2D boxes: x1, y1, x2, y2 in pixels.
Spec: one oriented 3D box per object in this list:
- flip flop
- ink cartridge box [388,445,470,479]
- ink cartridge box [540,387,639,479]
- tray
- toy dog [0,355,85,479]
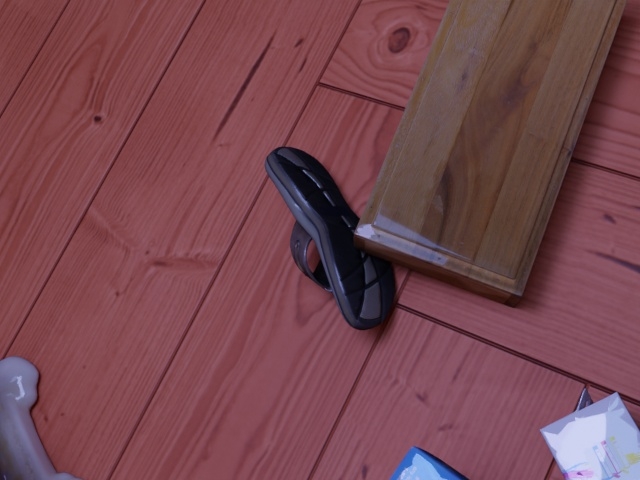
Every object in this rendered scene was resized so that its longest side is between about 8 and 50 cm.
[{"bbox_3d":[0.000,0.000,1.191,0.080,0.112,0.277,-48,60,29],"label":"flip flop"},{"bbox_3d":[0.165,0.366,0.913,0.270,0.197,0.198,31,83,28],"label":"ink cartridge box"},{"bbox_3d":[0.296,0.230,0.980,0.090,0.092,0.143,-29,61,8],"label":"ink cartridge box"},{"bbox_3d":[0.209,-0.148,1.145,0.203,0.076,0.410,21,78,8],"label":"tray"},{"bbox_3d":[-0.540,0.258,1.111,0.396,0.408,0.284,-29,61,8],"label":"toy dog"}]
